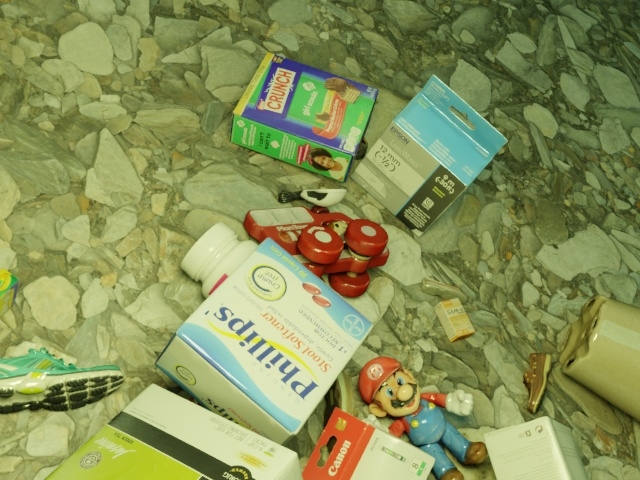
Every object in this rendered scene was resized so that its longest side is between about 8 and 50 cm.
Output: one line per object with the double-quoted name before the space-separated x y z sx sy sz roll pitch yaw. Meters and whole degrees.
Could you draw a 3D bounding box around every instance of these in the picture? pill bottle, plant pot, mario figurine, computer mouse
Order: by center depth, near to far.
"mario figurine" 0.211 0.377 1.624 0.320 0.170 0.198 46 32 1
"pill bottle" -0.149 0.101 1.630 0.283 0.160 0.160 41 49 3
"computer mouse" -0.011 -0.102 1.846 0.106 0.193 0.042 -1 93 -35
"plant pot" 0.788 0.297 1.920 0.306 0.333 0.333 25 49 3

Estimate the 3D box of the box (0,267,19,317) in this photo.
"box" -0.626 0.141 1.386 0.043 0.105 0.179 37 50 0

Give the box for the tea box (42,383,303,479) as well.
"tea box" -0.241 0.452 1.210 0.329 0.220 0.323 17 40 33

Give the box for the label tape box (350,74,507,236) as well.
"label tape box" 0.265 -0.205 1.935 0.249 0.347 0.115 42 49 4

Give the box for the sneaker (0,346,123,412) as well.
"sneaker" -0.497 0.241 1.393 0.275 0.107 0.110 4 48 -26

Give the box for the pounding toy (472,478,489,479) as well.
"pounding toy" 0.312 0.612 1.506 0.154 0.155 0.269 16 79 -6

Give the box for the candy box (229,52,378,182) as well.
"candy box" -0.039 -0.321 1.964 0.317 0.122 0.268 18 51 3

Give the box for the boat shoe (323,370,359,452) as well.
"boat shoe" 0.052 0.363 1.625 0.072 0.068 0.190 22 50 -28

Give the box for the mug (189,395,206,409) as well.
"mug" -0.200 0.283 1.473 0.150 0.169 0.113 -32 77 -38

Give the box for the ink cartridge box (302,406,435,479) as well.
"ink cartridge box" 0.092 0.464 1.530 0.225 0.056 0.181 29 81 -10

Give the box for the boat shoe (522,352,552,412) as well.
"boat shoe" 0.529 0.350 1.895 0.060 0.064 0.178 12 45 18

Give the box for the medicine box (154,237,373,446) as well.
"medicine box" -0.097 0.189 1.382 0.263 0.149 0.289 40 48 1

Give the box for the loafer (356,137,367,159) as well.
"loafer" 0.081 -0.304 2.093 0.062 0.061 0.170 -21 69 -35

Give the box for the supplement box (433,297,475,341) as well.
"supplement box" 0.333 0.197 1.903 0.062 0.036 0.098 -10 63 -33

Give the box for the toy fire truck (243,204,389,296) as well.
"toy fire truck" 0.000 0.000 1.794 0.302 0.169 0.254 -8 45 -33

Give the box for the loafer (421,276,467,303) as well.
"loafer" 0.314 0.123 1.941 0.125 0.045 0.039 18 45 -13

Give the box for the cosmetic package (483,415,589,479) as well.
"cosmetic package" 0.496 0.583 1.596 0.217 0.156 0.384 34 37 -52
